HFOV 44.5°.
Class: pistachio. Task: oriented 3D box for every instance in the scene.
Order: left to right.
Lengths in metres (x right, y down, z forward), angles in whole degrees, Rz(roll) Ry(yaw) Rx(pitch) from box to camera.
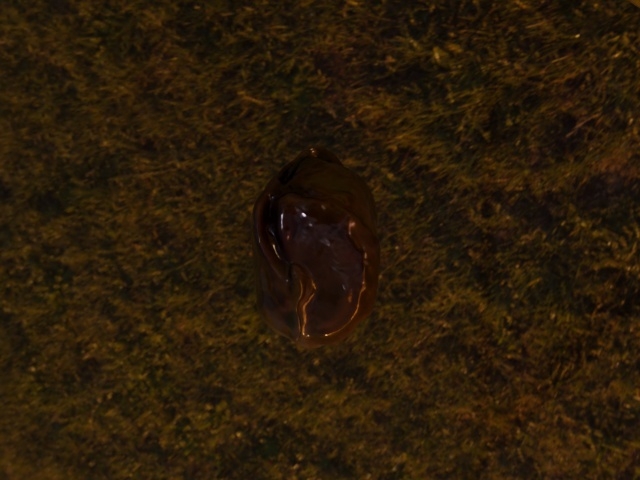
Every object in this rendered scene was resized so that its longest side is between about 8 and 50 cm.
[{"bbox_3d":[0.000,0.000,0.748,0.130,0.210,0.165,-13,146,28],"label":"pistachio"}]

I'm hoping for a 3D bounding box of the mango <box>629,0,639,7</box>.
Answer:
[{"bbox_3d":[0.333,-0.367,0.636,0.182,0.253,0.365,24,120,54],"label":"mango"}]
